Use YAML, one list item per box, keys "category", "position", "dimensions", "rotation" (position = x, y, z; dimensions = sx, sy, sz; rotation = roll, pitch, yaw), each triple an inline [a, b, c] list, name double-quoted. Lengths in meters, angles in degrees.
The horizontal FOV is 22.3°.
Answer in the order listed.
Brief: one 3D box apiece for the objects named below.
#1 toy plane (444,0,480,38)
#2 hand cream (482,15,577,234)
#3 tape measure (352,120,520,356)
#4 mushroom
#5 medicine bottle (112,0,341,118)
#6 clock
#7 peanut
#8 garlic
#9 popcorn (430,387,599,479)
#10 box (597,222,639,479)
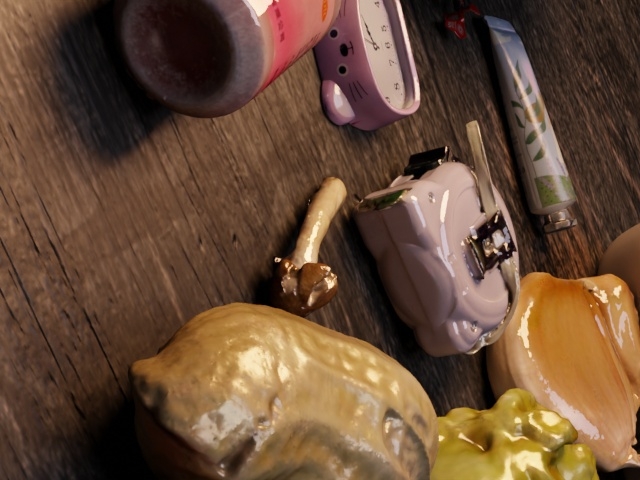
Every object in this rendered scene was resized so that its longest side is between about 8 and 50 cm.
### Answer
- category: "toy plane"
  position: [0.153, -0.285, 1.780]
  dimensions: [0.060, 0.037, 0.145]
  rotation: [24, 59, -45]
- category: "hand cream"
  position: [0.234, -0.133, 1.843]
  dimensions: [0.088, 0.055, 0.256]
  rotation: [-6, 78, -60]
- category: "tape measure"
  position: [0.130, 0.003, 1.590]
  dimensions: [0.196, 0.105, 0.178]
  rotation: [61, 37, -20]
- category: "mushroom"
  position: [0.000, 0.000, 1.448]
  dimensions: [0.187, 0.061, 0.060]
  rotation: [-67, 161, -47]
- category: "medicine bottle"
  position: [-0.059, -0.208, 1.355]
  dimensions: [0.247, 0.147, 0.147]
  rotation: [-48, 118, -50]
- category: "clock"
  position: [0.040, -0.184, 1.571]
  dimensions: [0.110, 0.050, 0.153]
  rotation: [-15, 92, -56]
- category: "peanut"
  position: [-0.029, 0.143, 1.276]
  dimensions: [0.340, 0.158, 0.174]
  rotation: [28, 56, -41]
- category: "garlic"
  position: [0.263, 0.147, 1.739]
  dimensions: [0.217, 0.110, 0.228]
  rotation: [8, 60, -42]
- category: "popcorn"
  position: [0.155, 0.285, 1.479]
  dimensions: [0.286, 0.173, 0.225]
  rotation: [-56, 132, -46]
- category: "box"
  position: [0.420, 0.138, 1.837]
  dimensions: [0.141, 0.288, 0.349]
  rotation: [-4, 79, -13]
